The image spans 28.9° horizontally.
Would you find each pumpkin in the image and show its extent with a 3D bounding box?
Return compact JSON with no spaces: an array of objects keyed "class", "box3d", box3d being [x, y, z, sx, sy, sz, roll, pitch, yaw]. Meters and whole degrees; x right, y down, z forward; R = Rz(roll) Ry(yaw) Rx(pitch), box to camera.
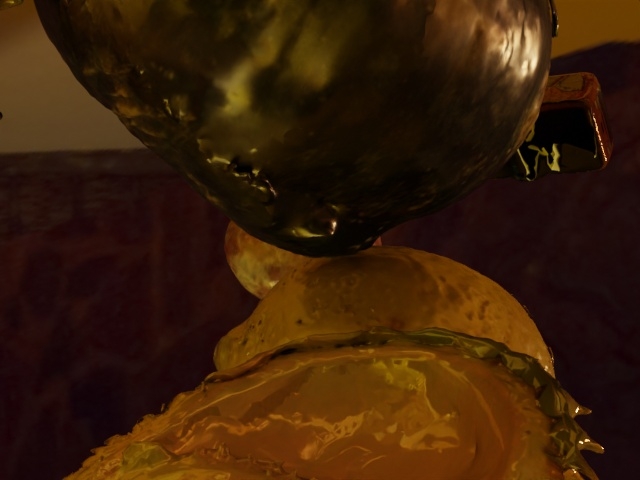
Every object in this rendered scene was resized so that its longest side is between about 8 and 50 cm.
[{"class":"pumpkin","box3d":[-0.022,-0.201,1.007,0.454,0.454,0.344,36,-80,-31]}]

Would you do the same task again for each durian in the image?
[{"class":"durian","box3d":[0.031,0.124,0.706,0.195,0.305,0.185,-71,-34,-40]}]

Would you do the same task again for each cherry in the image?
[{"class":"cherry","box3d":[0.000,0.000,1.888,0.213,0.285,0.236,72,-178,-45]}]

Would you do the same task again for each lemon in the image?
[{"class":"lemon","box3d":[0.059,0.132,1.085,0.310,0.258,0.258,19,-117,-3]}]

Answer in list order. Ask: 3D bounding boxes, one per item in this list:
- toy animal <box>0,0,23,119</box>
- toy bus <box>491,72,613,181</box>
[{"class":"toy animal","box3d":[-0.265,-0.155,0.921,0.086,0.069,0.220,-32,-37,-25]},{"class":"toy bus","box3d":[0.125,-0.114,1.371,0.092,0.409,0.093,-49,-53,-43]}]
